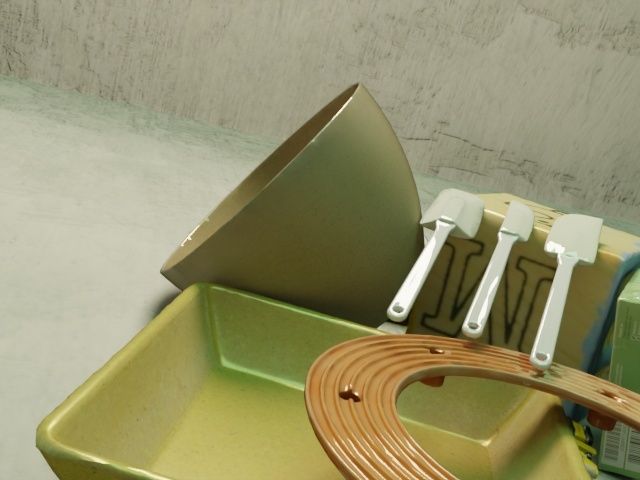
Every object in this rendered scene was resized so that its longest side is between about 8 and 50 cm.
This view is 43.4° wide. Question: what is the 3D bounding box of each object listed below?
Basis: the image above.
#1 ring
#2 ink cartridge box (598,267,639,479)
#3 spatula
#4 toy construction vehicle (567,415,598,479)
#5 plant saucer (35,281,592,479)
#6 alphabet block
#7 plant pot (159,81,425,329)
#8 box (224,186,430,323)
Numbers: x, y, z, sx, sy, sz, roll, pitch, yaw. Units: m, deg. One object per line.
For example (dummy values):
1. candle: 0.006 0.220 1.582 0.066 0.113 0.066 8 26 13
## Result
1. ring: 0.150 0.142 0.507 0.336 0.032 0.336 13 13 -3
2. ink cartridge box: 0.338 0.111 0.807 0.056 0.171 0.235 8 16 28
3. spatula: 0.157 0.023 0.730 0.168 0.019 0.242 17 38 16
4. toy construction vehicle: 0.210 0.187 0.735 0.085 0.035 0.098 26 16 0
5. plant saucer: 0.017 0.148 0.572 0.332 0.081 0.333 15 14 4
6. alphabet block: 0.234 0.067 0.893 0.197 0.194 0.192 22 14 29
7. plant pot: 0.000 0.000 0.846 0.191 0.284 0.284 46 10 -10
8. box: 0.005 0.018 1.064 0.289 0.087 0.169 15 14 -2
